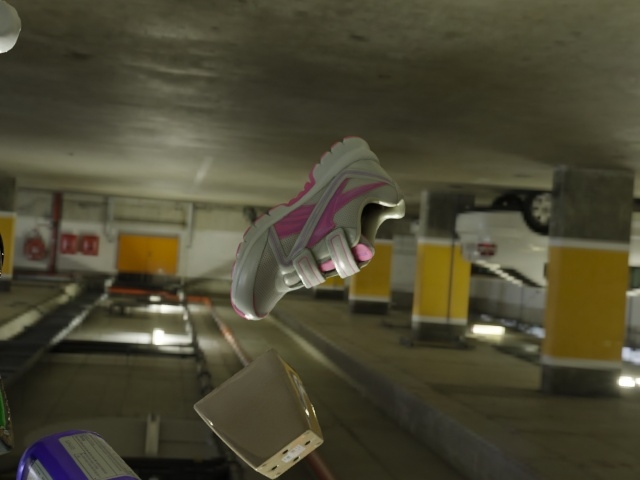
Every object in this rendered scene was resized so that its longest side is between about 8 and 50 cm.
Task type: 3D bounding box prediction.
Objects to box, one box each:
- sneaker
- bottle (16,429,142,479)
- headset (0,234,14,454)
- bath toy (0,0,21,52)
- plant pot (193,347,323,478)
[{"bbox_3d":[0.000,0.000,1.053,0.111,0.252,0.103,39,176,28],"label":"sneaker"},{"bbox_3d":[-0.175,0.244,0.736,0.092,0.118,0.283,-6,-171,-29],"label":"bottle"},{"bbox_3d":[-0.378,0.013,0.789,0.185,0.394,0.243,-17,176,-15],"label":"headset"},{"bbox_3d":[-0.736,-0.380,1.687,0.348,0.151,0.129,-12,172,-19],"label":"bath toy"},{"bbox_3d":[-0.059,0.203,1.020,0.109,0.096,0.109,-36,153,-3],"label":"plant pot"}]
